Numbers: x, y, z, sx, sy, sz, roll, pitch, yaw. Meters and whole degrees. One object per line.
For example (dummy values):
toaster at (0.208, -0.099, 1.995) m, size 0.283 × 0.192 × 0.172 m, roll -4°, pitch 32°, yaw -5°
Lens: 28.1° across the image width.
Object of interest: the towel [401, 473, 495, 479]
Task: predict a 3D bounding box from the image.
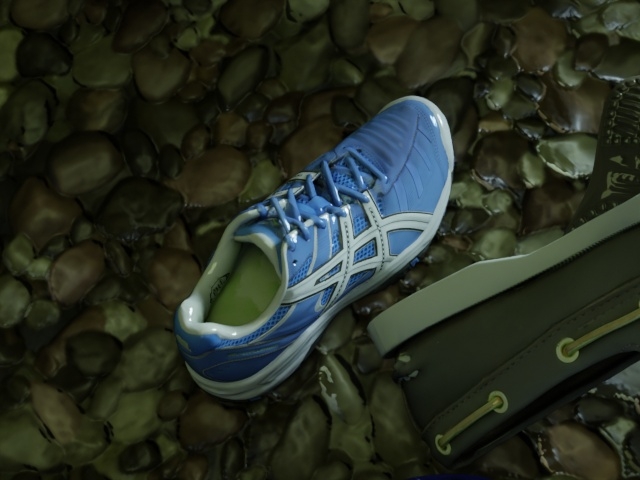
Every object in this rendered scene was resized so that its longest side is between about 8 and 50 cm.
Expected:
towel at (-0.015, 0.161, 0.539) m, size 0.228 × 0.308 × 0.076 m, roll -18°, pitch 87°, yaw 7°

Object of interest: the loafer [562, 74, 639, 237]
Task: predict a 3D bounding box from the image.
loafer at (0.169, -0.014, 0.699) m, size 0.056 × 0.050 × 0.148 m, roll 18°, pitch 91°, yaw 28°

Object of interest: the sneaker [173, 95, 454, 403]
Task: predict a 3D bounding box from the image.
sneaker at (0.000, 0.000, 0.717) m, size 0.080 × 0.081 × 0.211 m, roll 35°, pitch 80°, yaw 25°

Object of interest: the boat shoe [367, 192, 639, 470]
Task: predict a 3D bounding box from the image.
boat shoe at (0.162, 0.024, 0.610) m, size 0.305 × 0.109 × 0.091 m, roll -28°, pitch 77°, yaw 32°
